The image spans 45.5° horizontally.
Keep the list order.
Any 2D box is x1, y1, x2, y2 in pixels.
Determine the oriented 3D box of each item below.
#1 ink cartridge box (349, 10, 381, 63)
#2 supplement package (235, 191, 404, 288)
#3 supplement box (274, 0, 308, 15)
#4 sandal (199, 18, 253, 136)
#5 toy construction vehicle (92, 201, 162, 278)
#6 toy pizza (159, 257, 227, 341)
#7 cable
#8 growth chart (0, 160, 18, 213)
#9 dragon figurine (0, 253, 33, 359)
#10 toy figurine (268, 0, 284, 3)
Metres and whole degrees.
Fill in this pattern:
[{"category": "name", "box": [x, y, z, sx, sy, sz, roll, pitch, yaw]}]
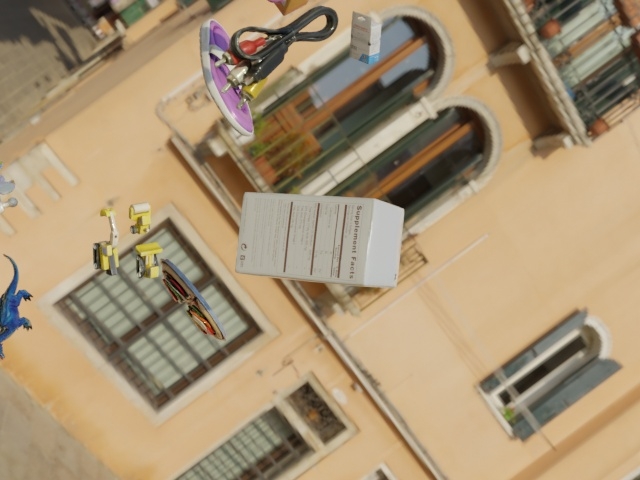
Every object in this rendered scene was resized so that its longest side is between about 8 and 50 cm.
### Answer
[{"category": "ink cartridge box", "box": [0.078, -0.355, 1.325, 0.048, 0.028, 0.083, 31, -46, 35]}, {"category": "supplement package", "box": [0.000, 0.000, 0.950, 0.179, 0.105, 0.105, 5, -3, 26]}, {"category": "supplement box", "box": [-0.053, -0.618, 1.753, 0.080, 0.078, 0.233, 56, -21, 3]}, {"category": "sandal", "box": [-0.252, -0.479, 2.135, 0.169, 0.102, 0.416, 25, 40, -54]}, {"category": "toy construction vehicle", "box": [-0.231, 0.006, 0.933, 0.035, 0.086, 0.098, 18, -71, 44]}, {"category": "toy pizza", "box": [-0.250, 0.119, 1.455, 0.201, 0.032, 0.201, 46, -17, 19]}, {"category": "cable", "box": [-0.087, -0.383, 1.453, 0.072, 0.287, 0.139, 18, -34, 41]}, {"category": "growth chart", "box": [-0.610, -0.108, 1.242, 0.237, 0.172, 0.021, 50, -24, 22]}, {"category": "dragon figurine", "box": [-0.854, 0.186, 2.052, 0.144, 0.085, 0.289, -13, 107, -73]}, {"category": "toy figurine", "box": [-0.038, -0.213, 0.489, 0.159, 0.173, 0.130, 45, 13, 26]}]
